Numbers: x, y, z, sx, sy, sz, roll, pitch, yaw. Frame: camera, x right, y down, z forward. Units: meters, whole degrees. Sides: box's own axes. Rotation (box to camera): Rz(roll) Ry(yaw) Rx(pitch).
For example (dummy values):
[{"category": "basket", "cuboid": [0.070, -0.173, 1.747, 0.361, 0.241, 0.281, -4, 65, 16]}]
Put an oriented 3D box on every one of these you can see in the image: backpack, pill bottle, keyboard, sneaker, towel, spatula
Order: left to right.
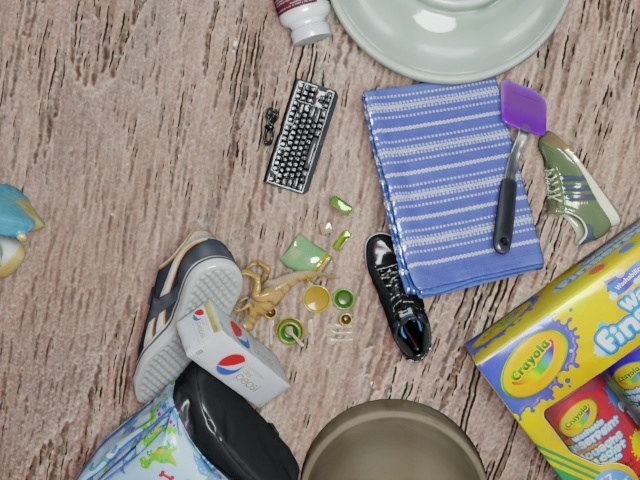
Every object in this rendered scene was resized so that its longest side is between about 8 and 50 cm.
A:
[{"category": "backpack", "cuboid": [-0.257, 0.410, 1.284, 0.355, 0.273, 0.290, -30, 107, 18]}, {"category": "sneaker", "cuboid": [-0.225, 0.128, 1.312, 0.126, 0.127, 0.321, 13, 121, -33]}, {"category": "keyboard", "cuboid": [-0.047, -0.176, 1.319, 0.108, 0.023, 0.180, 18, 95, 2]}, {"category": "pill bottle", "cuboid": [-0.034, -0.394, 1.268, 0.086, 0.086, 0.152, -16, 93, 4]}, {"category": "sneaker", "cuboid": [0.133, 0.090, 1.281, 0.079, 0.121, 0.217, -21, 93, 4]}, {"category": "towel", "cuboid": [0.210, -0.092, 1.245, 0.243, 0.040, 0.336, -11, 83, -16]}, {"category": "spatula", "cuboid": [0.305, -0.117, 1.247, 0.084, 0.030, 0.296, 16, 74, -11]}, {"category": "sneaker", "cuboid": [0.395, -0.077, 1.280, 0.086, 0.064, 0.192, -39, 95, 1]}]

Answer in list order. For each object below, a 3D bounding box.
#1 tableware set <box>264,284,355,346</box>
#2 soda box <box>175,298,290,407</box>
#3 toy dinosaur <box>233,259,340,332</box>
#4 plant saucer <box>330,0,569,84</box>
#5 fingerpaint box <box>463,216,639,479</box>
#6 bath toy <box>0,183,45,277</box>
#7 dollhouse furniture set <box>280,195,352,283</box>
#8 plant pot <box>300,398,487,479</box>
[{"category": "tableware set", "cuboid": [-0.018, 0.128, 1.342, 0.154, 0.024, 0.104, -1, 94, 4]}, {"category": "soda box", "cuboid": [-0.136, 0.184, 1.265, 0.069, 0.074, 0.216, -36, 137, 6]}, {"category": "toy dinosaur", "cuboid": [-0.081, 0.082, 1.320, 0.211, 0.064, 0.112, -40, 91, 8]}, {"category": "plant saucer", "cuboid": [0.203, -0.446, 1.219, 0.400, 0.100, 0.400, 0, 87, 1]}, {"category": "fingerpaint box", "cuboid": [0.518, 0.193, 1.247, 0.445, 0.163, 0.371, -36, 92, 5]}, {"category": "bath toy", "cuboid": [-0.616, 0.062, 1.321, 0.348, 0.151, 0.129, -45, 53, 8]}, {"category": "dollhouse furniture set", "cuboid": [0.000, 0.000, 1.313, 0.076, 0.058, 0.152, 35, 96, 0]}, {"category": "plant pot", "cuboid": [0.116, 0.438, 1.234, 0.323, 0.280, 0.323, 0, 94, 4]}]
